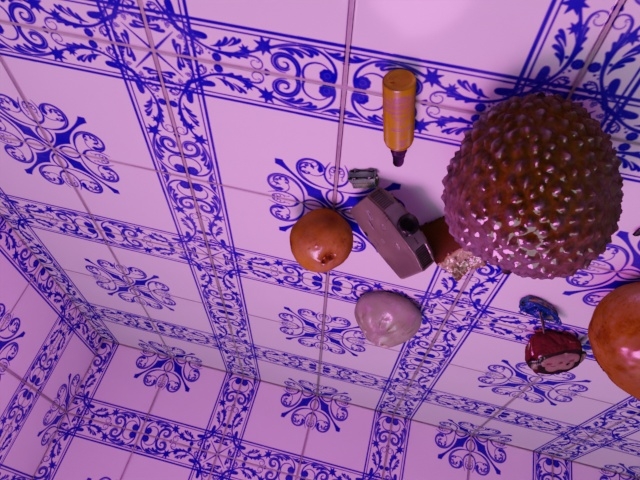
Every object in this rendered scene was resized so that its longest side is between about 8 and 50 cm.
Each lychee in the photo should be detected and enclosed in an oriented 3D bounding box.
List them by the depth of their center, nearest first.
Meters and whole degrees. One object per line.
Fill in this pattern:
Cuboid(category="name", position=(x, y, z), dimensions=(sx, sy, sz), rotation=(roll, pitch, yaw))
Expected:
Cuboid(category="lychee", position=(0.463, -0.105, 1.154), dimensions=(0.379, 0.380, 0.433), rotation=(5, 119, 17))

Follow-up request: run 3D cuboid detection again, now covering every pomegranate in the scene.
Cuboid(category="pomegranate", position=(1.012, 0.277, 1.515), dimensions=(0.409, 0.411, 0.410), rotation=(12, 147, 8))

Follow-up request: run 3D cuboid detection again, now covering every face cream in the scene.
Cuboid(category="face cream", position=(0.192, -0.283, 1.270), dimensions=(0.078, 0.078, 0.273), rotation=(8, 147, 14))

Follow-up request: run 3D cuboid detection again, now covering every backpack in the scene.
Cuboid(category="backpack", position=(0.885, 0.437, 1.992), dimensions=(0.229, 0.139, 0.229), rotation=(-3, 141, -2))

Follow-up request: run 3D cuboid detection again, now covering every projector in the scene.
Cuboid(category="projector", position=(0.218, -0.026, 1.514), dimensions=(0.270, 0.088, 0.193), rotation=(53, 157, 0))

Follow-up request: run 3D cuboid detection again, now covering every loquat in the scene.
Cuboid(category="loquat", position=(0.000, 0.000, 1.665), dimensions=(0.207, 0.208, 0.208), rotation=(12, 147, 8))

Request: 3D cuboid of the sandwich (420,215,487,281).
Cuboid(category="sandwich", position=(0.381, 0.024, 1.549), dimensions=(0.108, 0.186, 0.220), rotation=(40, 141, -28))

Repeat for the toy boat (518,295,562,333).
Cuboid(category="toy boat", position=(0.775, 0.274, 1.814), dimensions=(0.174, 0.110, 0.091), rotation=(23, 147, -14))

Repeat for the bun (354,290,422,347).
Cuboid(category="bun", position=(0.262, 0.334, 2.069), dimensions=(0.282, 0.179, 0.283), rotation=(12, 144, 9))

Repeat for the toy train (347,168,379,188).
Cuboid(category="toy train", position=(0.125, -0.178, 1.498), dimensions=(0.093, 0.038, 0.056), rotation=(0, 150, 23))

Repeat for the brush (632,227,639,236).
Cuboid(category="brush", position=(0.897, -0.059, 1.346), dimensions=(0.062, 0.016, 0.193), rotation=(24, 146, -10))
